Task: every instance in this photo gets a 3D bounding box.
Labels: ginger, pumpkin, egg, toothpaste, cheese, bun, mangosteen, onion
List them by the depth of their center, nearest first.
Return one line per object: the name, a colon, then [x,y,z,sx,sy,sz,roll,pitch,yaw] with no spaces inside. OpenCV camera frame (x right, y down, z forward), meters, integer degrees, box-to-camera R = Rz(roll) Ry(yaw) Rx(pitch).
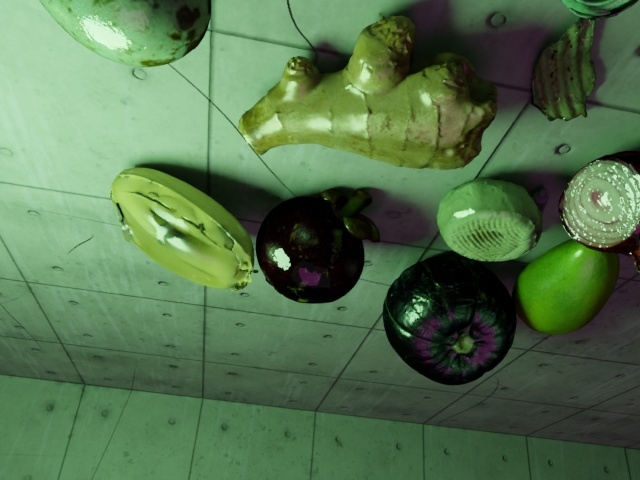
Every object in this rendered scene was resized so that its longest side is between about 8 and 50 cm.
egg: [-0.243,-0.305,0.698,0.231,0.169,0.169,23,146,-8]
ginger: [0.060,-0.194,0.848,0.375,0.166,0.236,-1,158,-2]
onion: [0.527,-0.040,0.992,0.140,0.218,0.195,-9,153,-34]
bun: [0.321,-0.046,1.099,0.195,0.118,0.195,8,147,5]
mangosteen: [0.000,0.000,1.151,0.265,0.228,0.228,-43,133,10]
cheese: [-0.259,-0.010,1.153,0.316,0.128,0.259,29,156,18]
toothpaste: [0.425,-0.052,1.162,0.045,0.028,0.170,6,153,11]
pumpkin: [0.292,0.174,1.359,0.315,0.238,0.315,-1,124,-1]

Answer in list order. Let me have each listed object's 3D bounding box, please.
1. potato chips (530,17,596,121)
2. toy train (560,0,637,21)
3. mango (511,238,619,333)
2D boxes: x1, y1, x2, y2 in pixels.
potato chips: [0.352,-0.244,0.849,0.092,0.028,0.207,-8,149,17]
toy train: [0.355,-0.371,0.525,0.397,0.160,0.253,-7,139,21]
mango: [0.532,0.096,1.273,0.192,0.156,0.343,-3,146,-2]
